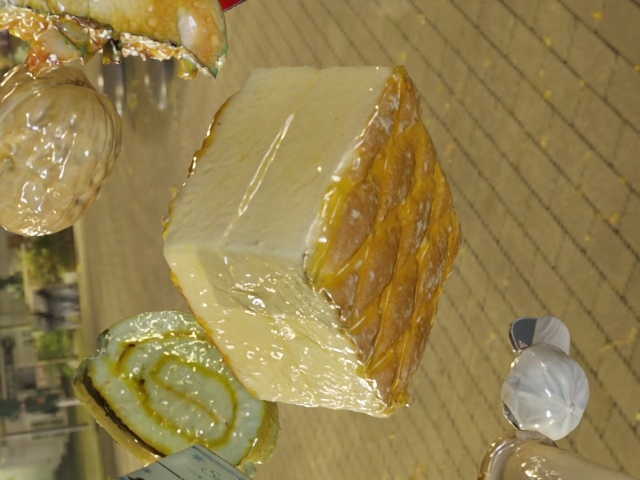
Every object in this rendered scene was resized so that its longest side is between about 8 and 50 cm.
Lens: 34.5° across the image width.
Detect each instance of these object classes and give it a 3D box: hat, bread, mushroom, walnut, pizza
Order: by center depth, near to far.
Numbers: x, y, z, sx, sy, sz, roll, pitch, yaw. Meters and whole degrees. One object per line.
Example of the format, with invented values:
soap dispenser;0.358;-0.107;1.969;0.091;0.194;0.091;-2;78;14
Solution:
pizza;-0.209;-0.234;0.893;0.289;0.229;0.081;53;140;-9
walnut;-0.291;-0.091;1.062;0.184;0.155;0.155;-58;30;15
bread;0.000;0.000;1.081;0.279;0.207;0.279;-66;-33;-30
mushroom;0.319;0.327;1.169;0.154;0.137;0.407;62;167;-13
bread;-0.167;0.182;1.238;0.124;0.257;0.186;90;-155;-63
hat;0.470;0.280;2.096;0.275;0.161;0.232;-56;-43;-49

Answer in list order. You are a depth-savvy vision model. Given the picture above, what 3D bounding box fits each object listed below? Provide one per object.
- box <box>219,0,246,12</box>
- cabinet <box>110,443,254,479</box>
box;-0.033;-0.371;1.326;0.123;0.229;0.050;-11;113;51
cabinet;-0.128;0.286;0.858;0.145;0.206;0.150;29;104;22
